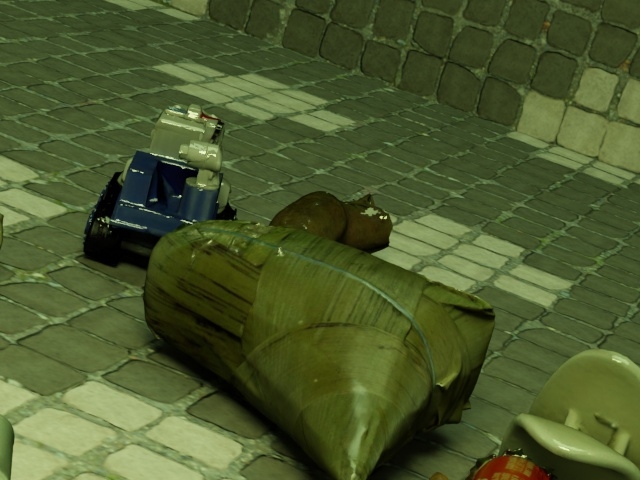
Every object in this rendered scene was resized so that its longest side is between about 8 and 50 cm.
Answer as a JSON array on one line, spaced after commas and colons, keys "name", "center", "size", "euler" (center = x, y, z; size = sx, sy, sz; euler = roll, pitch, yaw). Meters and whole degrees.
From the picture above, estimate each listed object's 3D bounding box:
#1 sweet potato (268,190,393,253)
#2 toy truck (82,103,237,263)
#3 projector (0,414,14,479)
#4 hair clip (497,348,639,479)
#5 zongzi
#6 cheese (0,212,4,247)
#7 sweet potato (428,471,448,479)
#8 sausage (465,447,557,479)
[{"name": "sweet potato", "center": [0.002, -0.006, 2.009], "size": [0.112, 0.085, 0.286], "euler": [25, 18, 14]}, {"name": "toy truck", "center": [-0.157, -0.056, 1.847], "size": [0.161, 0.177, 0.213], "euler": [14, 16, -4]}, {"name": "projector", "center": [-0.306, 0.165, 0.904], "size": [0.256, 0.192, 0.099], "euler": [14, 15, -12]}, {"name": "hair clip", "center": [0.244, 0.192, 1.519], "size": [0.172, 0.113, 0.282], "euler": [24, -21, 21]}, {"name": "zongzi", "center": [-0.045, 0.103, 1.487], "size": [0.322, 0.160, 0.360], "euler": [15, 21, 15]}, {"name": "cheese", "center": [-0.416, -0.017, 1.608], "size": [0.175, 0.091, 0.202], "euler": [30, 22, 38]}, {"name": "sweet potato", "center": [0.076, 0.221, 1.387], "size": [0.044, 0.044, 0.179], "euler": [19, 9, 7]}, {"name": "sausage", "center": [0.129, 0.238, 1.315], "size": [0.083, 0.083, 0.264], "euler": [20, 17, 10]}]
